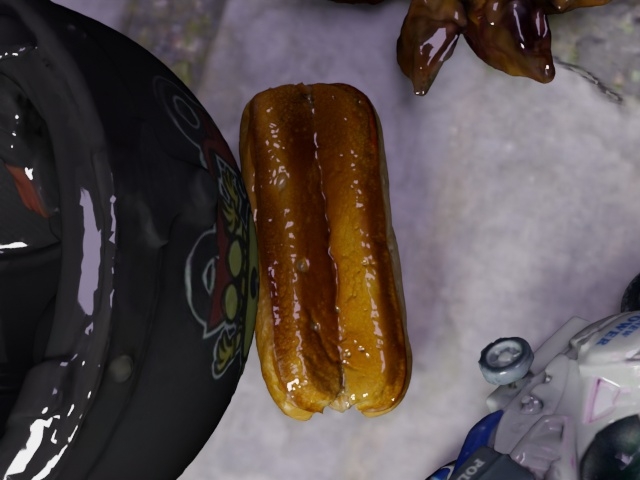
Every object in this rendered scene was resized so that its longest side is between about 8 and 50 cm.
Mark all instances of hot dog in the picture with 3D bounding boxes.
[{"bbox_3d":[0.000,0.000,0.843,0.071,0.045,0.165,-4,69,-8],"label":"hot dog"}]

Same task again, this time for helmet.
[{"bbox_3d":[-0.130,0.024,0.742,0.160,0.279,0.230,7,69,-47],"label":"helmet"}]

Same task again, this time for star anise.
[{"bbox_3d":[0.062,-0.139,0.903,0.168,0.057,0.167,0,75,0],"label":"star anise"}]

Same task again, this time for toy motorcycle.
[{"bbox_3d":[0.135,0.084,0.789,0.221,0.102,0.150,-41,36,-19],"label":"toy motorcycle"}]
